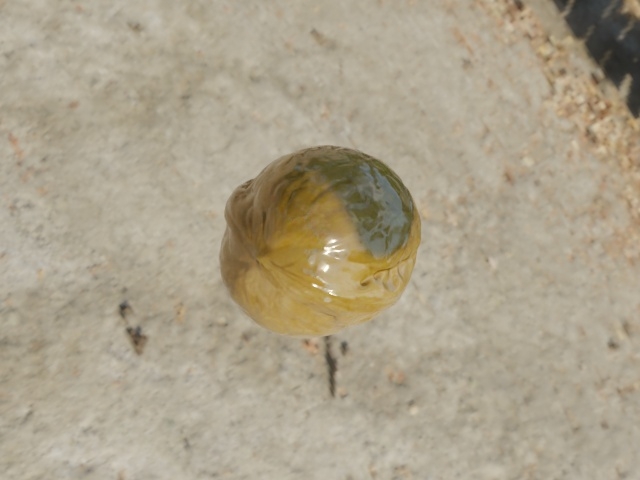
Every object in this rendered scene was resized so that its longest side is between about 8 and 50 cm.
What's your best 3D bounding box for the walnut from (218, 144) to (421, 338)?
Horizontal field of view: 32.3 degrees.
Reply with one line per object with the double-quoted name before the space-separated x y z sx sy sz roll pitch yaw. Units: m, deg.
"walnut" 0.000 0.000 0.892 0.159 0.159 0.207 61 25 4
